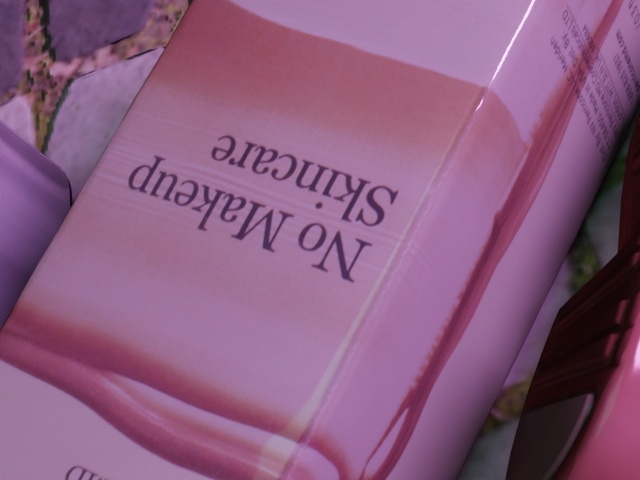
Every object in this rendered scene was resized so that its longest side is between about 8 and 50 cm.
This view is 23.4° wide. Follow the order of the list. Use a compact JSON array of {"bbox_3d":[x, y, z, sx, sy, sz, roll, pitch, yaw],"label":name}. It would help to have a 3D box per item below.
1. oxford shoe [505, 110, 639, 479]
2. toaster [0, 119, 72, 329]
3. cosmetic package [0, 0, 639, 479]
[{"bbox_3d":[0.184,-0.020,0.565,0.130,0.123,0.348,28,68,-2],"label":"oxford shoe"},{"bbox_3d":[-0.198,0.032,0.699,0.186,0.110,0.168,-13,60,19],"label":"toaster"},{"bbox_3d":[0.000,0.000,0.609,0.153,0.129,0.296,18,73,31],"label":"cosmetic package"}]
